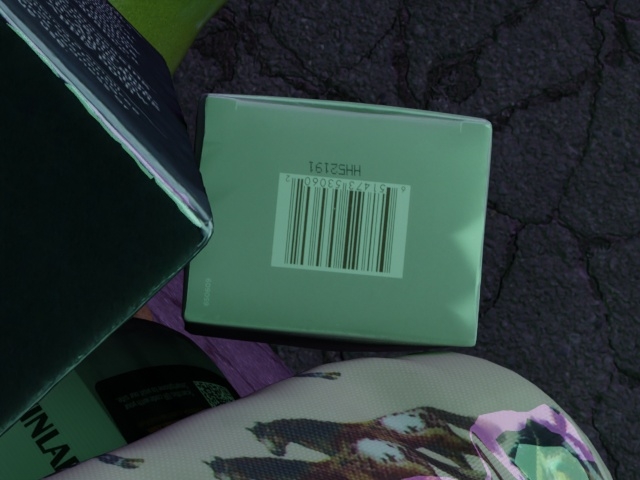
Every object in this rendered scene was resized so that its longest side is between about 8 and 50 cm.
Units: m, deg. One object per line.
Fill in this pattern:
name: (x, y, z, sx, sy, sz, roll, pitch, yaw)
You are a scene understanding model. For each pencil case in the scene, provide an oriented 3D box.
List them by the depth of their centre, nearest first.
pencil case: (-0.047, 0.157, 0.636, 0.183, 0.159, 0.410, 32, 31, 29)

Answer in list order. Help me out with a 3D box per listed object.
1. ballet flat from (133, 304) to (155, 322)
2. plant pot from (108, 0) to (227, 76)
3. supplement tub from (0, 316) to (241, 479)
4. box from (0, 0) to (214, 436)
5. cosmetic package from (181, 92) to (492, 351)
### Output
ballet flat: (-0.140, 0.150, 1.543, 0.124, 0.116, 0.342, 10, 32, -49)
plant pot: (-0.259, -0.150, 1.292, 0.366, 0.353, 0.366, 47, 3, -3)
supplement tub: (-0.059, 0.215, 0.890, 0.338, 0.207, 0.207, 49, 4, 31)
box: (-0.228, -0.023, 0.769, 0.212, 0.293, 0.395, 47, 3, -14)
cosmetic package: (0.000, 0.000, 0.861, 0.127, 0.107, 0.238, 5, -2, -5)
